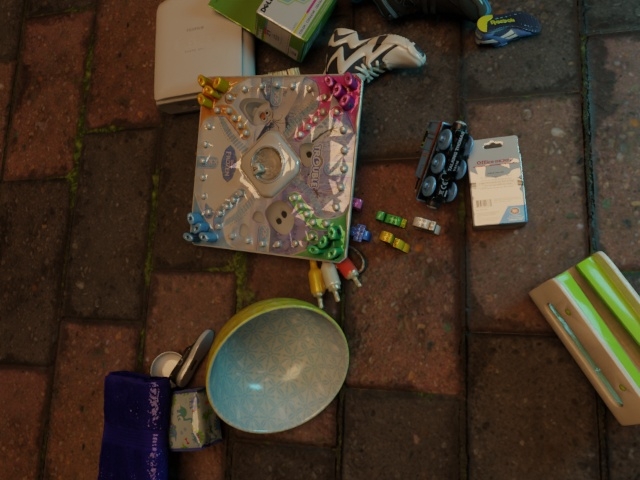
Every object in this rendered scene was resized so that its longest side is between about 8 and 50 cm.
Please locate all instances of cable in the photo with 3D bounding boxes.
[{"bbox_3d":[0.000,0.000,1.145,0.139,0.072,0.287,-29,73,4],"label":"cable"}]

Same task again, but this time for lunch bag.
[{"bbox_3d":[-0.298,0.390,1.147,0.151,0.096,0.129,-13,77,23],"label":"lunch bag"}]

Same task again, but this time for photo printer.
[{"bbox_3d":[-0.284,-0.482,1.294,0.255,0.107,0.308,-4,79,15],"label":"photo printer"}]

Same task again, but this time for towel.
[{"bbox_3d":[-0.414,0.445,1.138,0.227,0.076,0.308,-9,79,43],"label":"towel"}]

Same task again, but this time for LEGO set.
[{"bbox_3d":[0.131,-0.028,1.101,0.227,0.093,0.087,17,85,18],"label":"LEGO set"}]

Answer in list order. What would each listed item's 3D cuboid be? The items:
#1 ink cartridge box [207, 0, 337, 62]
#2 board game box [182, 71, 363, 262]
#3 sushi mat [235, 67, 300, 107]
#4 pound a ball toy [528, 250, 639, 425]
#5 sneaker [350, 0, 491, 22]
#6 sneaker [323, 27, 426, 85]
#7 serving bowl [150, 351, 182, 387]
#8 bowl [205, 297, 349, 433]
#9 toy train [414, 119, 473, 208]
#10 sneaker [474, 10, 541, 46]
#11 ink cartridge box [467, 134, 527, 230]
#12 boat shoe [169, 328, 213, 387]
[{"bbox_3d":[-0.105,-0.565,1.202,0.255,0.097,0.189,30,76,-4],"label":"ink cartridge box"},{"bbox_3d":[-0.115,-0.165,1.127,0.389,0.050,0.390,6,92,22],"label":"board game box"},{"bbox_3d":[-0.079,-0.236,1.187,0.151,0.019,0.317,-16,86,-7],"label":"sushi mat"},{"bbox_3d":[0.556,0.178,0.942,0.208,0.136,0.319,-26,72,-16],"label":"pound a ball toy"},{"bbox_3d":[0.216,-0.551,1.178,0.340,0.125,0.140,32,115,17],"label":"sneaker"},{"bbox_3d":[0.107,-0.379,1.172,0.234,0.094,0.153,21,88,18],"label":"sneaker"},{"bbox_3d":[-0.348,0.300,1.208,0.083,0.027,0.083,2,73,-6],"label":"serving bowl"},{"bbox_3d":[-0.100,0.228,1.072,0.289,0.289,0.156,-48,29,3],"label":"bowl"},{"bbox_3d":[0.248,-0.159,1.082,0.080,0.105,0.184,12,104,-22],"label":"toy train"},{"bbox_3d":[0.400,-0.453,1.126,0.144,0.059,0.053,-3,67,-4],"label":"sneaker"},{"bbox_3d":[0.358,-0.115,1.069,0.104,0.060,0.180,-4,79,15],"label":"ink cartridge box"},{"bbox_3d":[-0.295,0.262,1.185,0.040,0.049,0.142,21,71,24],"label":"boat shoe"}]
